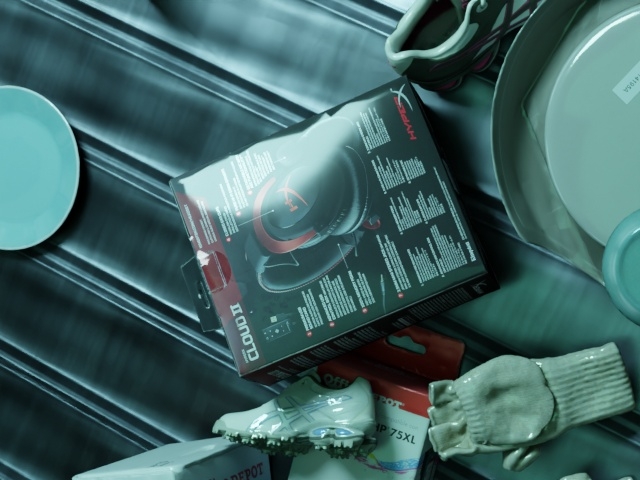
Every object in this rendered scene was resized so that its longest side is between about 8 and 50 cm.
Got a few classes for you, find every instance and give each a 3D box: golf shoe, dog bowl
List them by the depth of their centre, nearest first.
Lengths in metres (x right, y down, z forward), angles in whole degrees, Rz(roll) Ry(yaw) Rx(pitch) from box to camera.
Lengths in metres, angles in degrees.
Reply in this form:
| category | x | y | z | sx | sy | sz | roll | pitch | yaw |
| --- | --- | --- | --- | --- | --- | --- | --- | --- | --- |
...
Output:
| category | x | y | z | sx | sy | sz | roll | pitch | yaw |
| --- | --- | --- | --- | --- | --- | --- | --- | --- | --- |
| dog bowl | 0.339 | -0.100 | 1.485 | 0.348 | 0.102 | 0.349 | 1 | 93 | 22 |
| golf shoe | 0.176 | -0.248 | 1.535 | 0.273 | 0.120 | 0.105 | -45 | 75 | 17 |
| golf shoe | -0.023 | 0.173 | 1.599 | 0.176 | 0.069 | 0.086 | -1 | 71 | 23 |

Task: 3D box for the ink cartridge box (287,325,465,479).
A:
| category | x | y | z | sx | sy | sz | roll | pitch | yaw |
| --- | --- | --- | --- | --- | --- | --- | --- | --- | --- |
| ink cartridge box | 0.054 | 0.199 | 1.634 | 0.134 | 0.078 | 0.231 | 17 | 99 | 21 |

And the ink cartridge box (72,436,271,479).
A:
| category | x | y | z | sx | sy | sz | roll | pitch | yaw |
| --- | --- | --- | --- | --- | --- | --- | --- | --- | --- |
| ink cartridge box | -0.133 | 0.370 | 1.642 | 0.131 | 0.226 | 0.306 | -9 | 89 | 21 |

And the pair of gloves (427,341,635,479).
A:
| category | x | y | z | sx | sy | sz | roll | pitch | yaw |
| --- | --- | --- | --- | --- | --- | --- | --- | --- | --- |
| pair of gloves | 0.214 | 0.225 | 1.554 | 0.204 | 0.042 | 0.240 | -8 | 100 | 5 |

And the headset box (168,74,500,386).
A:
| category | x | y | z | sx | sy | sz | roll | pitch | yaw |
| --- | --- | --- | --- | --- | --- | --- | --- | --- | --- |
| headset box | 0.000 | 0.000 | 1.578 | 0.293 | 0.110 | 0.218 | -24 | 75 | 8 |

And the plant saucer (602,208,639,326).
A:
| category | x | y | z | sx | sy | sz | roll | pitch | yaw |
| --- | --- | --- | --- | --- | --- | --- | --- | --- | --- |
| plant saucer | 0.312 | 0.026 | 1.438 | 0.119 | 0.021 | 0.119 | 1 | 93 | 22 |

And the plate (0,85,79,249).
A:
| category | x | y | z | sx | sy | sz | roll | pitch | yaw |
| --- | --- | --- | --- | --- | --- | --- | --- | --- | --- |
| plate | -0.352 | -0.083 | 1.814 | 0.188 | 0.024 | 0.188 | 2 | 94 | 22 |
